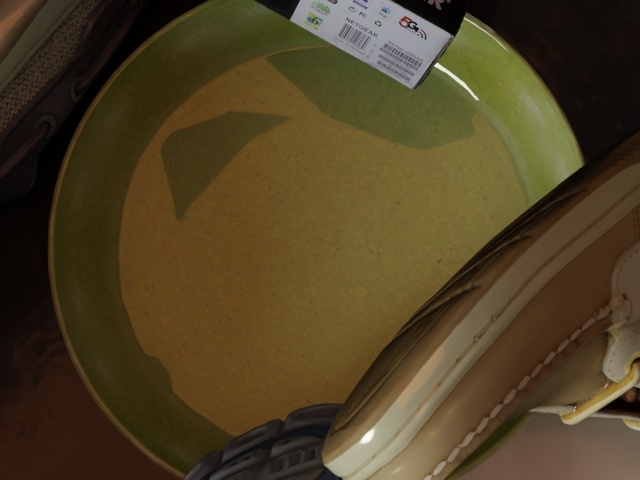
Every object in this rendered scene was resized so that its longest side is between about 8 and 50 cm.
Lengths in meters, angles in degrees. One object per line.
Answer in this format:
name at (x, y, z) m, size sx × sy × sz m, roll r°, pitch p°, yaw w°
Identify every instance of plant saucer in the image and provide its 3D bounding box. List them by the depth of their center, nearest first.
plant saucer at (0.000, 0.000, 0.539) m, size 0.241 × 0.037 × 0.241 m, roll -1°, pitch 80°, yaw 5°

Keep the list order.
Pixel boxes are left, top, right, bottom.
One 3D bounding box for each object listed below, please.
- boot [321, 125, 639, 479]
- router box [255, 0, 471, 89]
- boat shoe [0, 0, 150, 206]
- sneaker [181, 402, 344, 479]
boot at (0.144, 0.066, 0.444) m, size 0.262 × 0.095 × 0.203 m, roll -35°, pitch 87°, yaw -35°
router box at (-0.008, -0.163, 0.513) m, size 0.179 × 0.046 × 0.133 m, roll 28°, pitch 58°, yaw -6°
boat shoe at (-0.169, -0.049, 0.534) m, size 0.103 × 0.092 × 0.285 m, roll 30°, pitch 79°, yaw 33°
sneaker at (-0.078, 0.179, 0.476) m, size 0.297 × 0.111 × 0.129 m, roll -23°, pitch 110°, yaw 14°
